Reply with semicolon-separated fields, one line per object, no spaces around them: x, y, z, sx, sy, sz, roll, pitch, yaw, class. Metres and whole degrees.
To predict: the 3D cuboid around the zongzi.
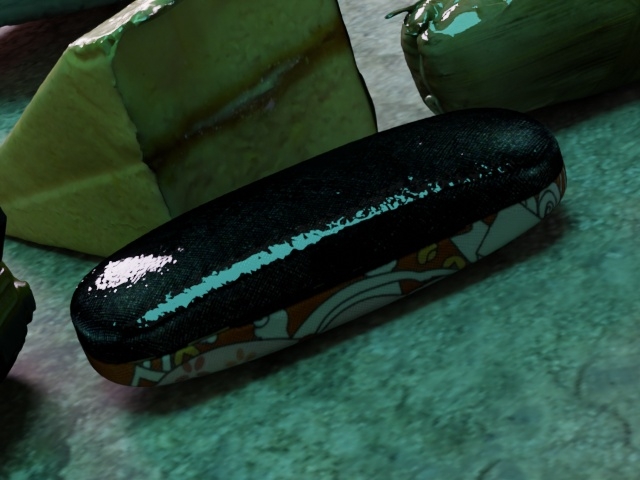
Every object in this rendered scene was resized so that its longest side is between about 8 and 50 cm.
0.165;-0.121;1.034;0.194;0.099;0.197;-36;38;-31;zongzi

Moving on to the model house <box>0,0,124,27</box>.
-0.246;-0.274;1.436;0.280;0.230;0.248;-17;-5;-38;model house

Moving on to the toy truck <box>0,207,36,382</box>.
-0.261;0.034;0.897;0.224;0.165;0.147;-14;19;13;toy truck

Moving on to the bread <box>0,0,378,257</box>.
-0.120;-0.094;1.076;0.264;0.163;0.167;10;38;44;bread

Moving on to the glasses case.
0.000;0.000;0.925;0.266;0.067;0.103;-22;28;-10;glasses case
